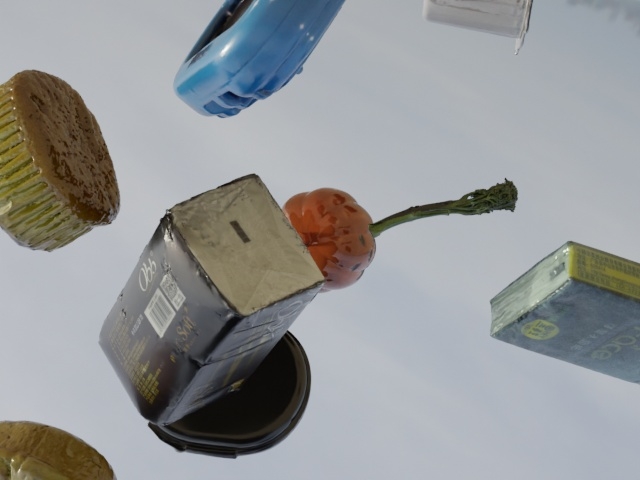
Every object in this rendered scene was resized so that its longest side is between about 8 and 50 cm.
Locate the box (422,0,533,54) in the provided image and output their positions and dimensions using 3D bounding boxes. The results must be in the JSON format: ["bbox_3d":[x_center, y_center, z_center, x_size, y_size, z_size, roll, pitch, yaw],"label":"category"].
[{"bbox_3d":[0.310,-0.526,2.069,0.207,0.291,0.262,7,174,3],"label":"box"}]

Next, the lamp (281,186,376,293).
[{"bbox_3d":[0.000,0.000,1.869,0.188,0.187,0.164,31,-166,24],"label":"lamp"}]

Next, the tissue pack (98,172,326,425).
[{"bbox_3d":[-0.173,0.095,1.589,0.198,0.370,0.210,-18,-112,-37],"label":"tissue pack"}]

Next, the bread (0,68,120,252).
[{"bbox_3d":[-0.404,-0.118,1.583,0.227,0.143,0.253,26,-135,-62],"label":"bread"}]

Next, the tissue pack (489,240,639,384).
[{"bbox_3d":[0.380,0.098,1.416,0.257,0.185,0.081,18,-124,-19],"label":"tissue pack"}]

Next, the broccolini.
[{"bbox_3d":[0.186,-0.044,1.605,0.239,0.054,0.051,-14,178,-11],"label":"broccolini"}]

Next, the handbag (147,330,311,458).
[{"bbox_3d":[-0.168,0.252,1.875,0.308,0.253,0.093,5,162,8],"label":"handbag"}]

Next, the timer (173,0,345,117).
[{"bbox_3d":[-0.060,-0.309,1.438,0.115,0.309,0.340,38,162,-17],"label":"timer"}]

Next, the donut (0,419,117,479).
[{"bbox_3d":[-0.444,0.375,1.667,0.262,0.208,0.128,8,-137,20],"label":"donut"}]
